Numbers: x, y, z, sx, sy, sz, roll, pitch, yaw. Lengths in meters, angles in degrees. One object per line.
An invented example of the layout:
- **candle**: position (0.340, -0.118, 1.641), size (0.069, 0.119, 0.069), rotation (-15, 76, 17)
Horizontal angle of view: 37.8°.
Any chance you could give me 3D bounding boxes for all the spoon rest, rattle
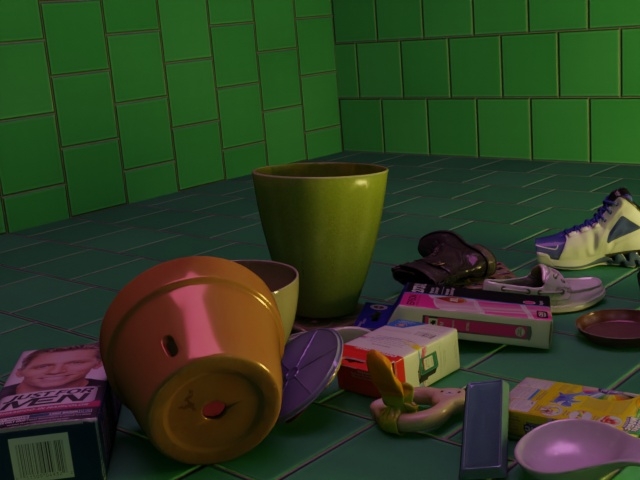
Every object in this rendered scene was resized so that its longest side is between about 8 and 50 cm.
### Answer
- **spoon rest**: position (0.371, 0.285, 1.191), size (0.137, 0.084, 0.276), rotation (-26, 24, -33)
- **rattle**: position (0.172, 0.216, 1.464), size (0.199, 0.143, 0.130), rotation (-14, -3, -12)

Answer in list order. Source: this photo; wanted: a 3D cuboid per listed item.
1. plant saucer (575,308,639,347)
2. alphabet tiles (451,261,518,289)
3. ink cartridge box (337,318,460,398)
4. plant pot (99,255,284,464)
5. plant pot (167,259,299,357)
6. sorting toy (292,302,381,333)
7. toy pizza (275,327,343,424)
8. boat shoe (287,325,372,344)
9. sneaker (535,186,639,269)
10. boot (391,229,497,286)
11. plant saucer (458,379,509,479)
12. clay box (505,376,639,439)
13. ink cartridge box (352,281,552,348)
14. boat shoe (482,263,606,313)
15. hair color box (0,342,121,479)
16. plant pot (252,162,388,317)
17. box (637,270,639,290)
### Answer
- **plant saucer**: position (0.564, 0.167, 1.750), size (0.168, 0.029, 0.168), rotation (-4, 13, 1)
- **alphabet tiles**: position (0.334, 0.088, 2.202), size (0.237, 0.009, 0.198), rotation (-6, 14, -2)
- **ink cartridge box**: position (0.120, 0.211, 1.611), size (0.134, 0.078, 0.231), rotation (7, 18, 43)
- **plant pot**: position (-0.178, 0.199, 1.411), size (0.290, 0.291, 0.203), rotation (-8, 31, -14)
- **plant pot**: position (-0.171, 0.162, 1.673), size (0.284, 0.191, 0.284), rotation (-5, 13, 1)
- **sorting toy**: position (0.026, 0.169, 1.918), size (0.229, 0.041, 0.307), rotation (-9, 14, -36)
- **toy pizza**: position (-0.037, 0.227, 1.530), size (0.201, 0.032, 0.201), rotation (-35, 24, 18)
- **boat shoe**: position (0.018, 0.194, 1.772), size (0.184, 0.066, 0.063), rotation (-13, 13, 8)
- **sneaker**: position (0.669, -0.033, 2.216), size (0.315, 0.182, 0.127), rotation (-2, 12, 11)
- **boot**: position (0.255, 0.050, 2.172), size (0.229, 0.091, 0.263), rotation (-13, 18, -34)
- **plant saucer**: position (0.235, 0.266, 1.338), size (0.067, 0.018, 0.192), rotation (-9, 31, 17)
- **clay box**: position (0.380, 0.260, 1.370), size (0.222, 0.053, 0.127), rotation (6, 18, 36)
- **ink cartridge box**: position (0.258, 0.139, 1.808), size (0.370, 0.069, 0.176), rotation (3, 13, 11)
- **boat shoe**: position (0.464, 0.097, 1.929), size (0.277, 0.096, 0.098), rotation (-8, 13, -16)
- **hair color box**: position (-0.418, 0.270, 1.494), size (0.173, 0.105, 0.347), rotation (-6, 13, -6)
- **plant pot**: position (0.000, 0.000, 1.908), size (0.274, 0.294, 0.275), rotation (0, 11, 0)
- **box**: position (0.835, 0.041, 1.742), size (0.394, 0.097, 0.318), rotation (-5, -21, 2)
